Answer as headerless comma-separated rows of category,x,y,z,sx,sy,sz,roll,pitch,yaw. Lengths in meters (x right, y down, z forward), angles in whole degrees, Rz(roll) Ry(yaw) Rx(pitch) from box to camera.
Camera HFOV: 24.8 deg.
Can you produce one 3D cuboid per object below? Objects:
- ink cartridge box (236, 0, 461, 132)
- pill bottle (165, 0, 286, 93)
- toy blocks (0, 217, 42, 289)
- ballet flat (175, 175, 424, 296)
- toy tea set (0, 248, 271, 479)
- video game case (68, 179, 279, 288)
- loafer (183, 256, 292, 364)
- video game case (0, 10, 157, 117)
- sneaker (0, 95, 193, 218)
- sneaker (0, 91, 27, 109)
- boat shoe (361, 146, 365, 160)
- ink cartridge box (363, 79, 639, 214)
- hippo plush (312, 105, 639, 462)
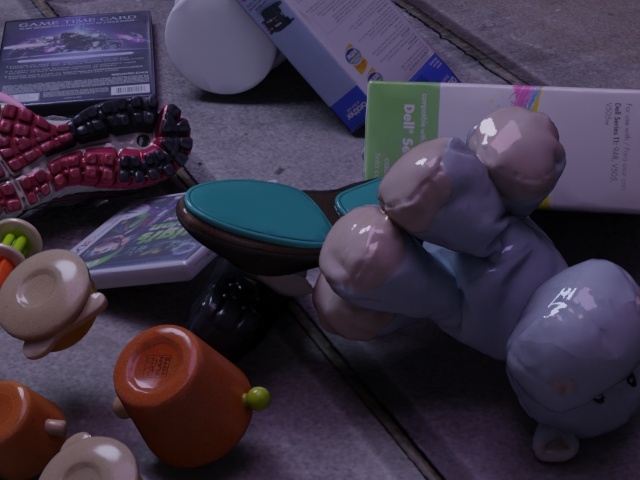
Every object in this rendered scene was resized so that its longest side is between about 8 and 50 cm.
ink cartridge box,0.019,-0.253,1.699,0.311,0.065,0.186,47,38,-5
pill bottle,-0.089,-0.303,1.819,0.161,0.161,0.283,4,32,10
toy blocks,-0.341,0.036,1.372,0.123,0.054,0.148,2,31,8
ballet flat,0.000,0.000,1.260,0.281,0.096,0.095,-4,41,-29
toy tea set,-0.202,0.129,1.190,0.336,0.124,0.200,29,72,36
video game case,-0.155,-0.004,1.400,0.190,0.022,0.173,-6,25,34
loafer,-0.075,0.057,1.299,0.076,0.078,0.223,35,20,0
video game case,-0.308,-0.224,1.834,0.196,0.026,0.274,-5,30,-5
sneaker,-0.285,-0.074,1.500,0.299,0.120,0.112,-3,-13,-16
sneaker,-0.433,-0.089,1.530,0.131,0.112,0.319,11,34,26
boat shoe,0.110,-0.104,1.593,0.142,0.049,0.040,-23,56,-28
ink cartridge box,0.230,-0.090,1.417,0.354,0.119,0.207,3,5,10
hippo plush,0.144,0.069,1.179,0.234,0.294,0.236,-30,64,-10
